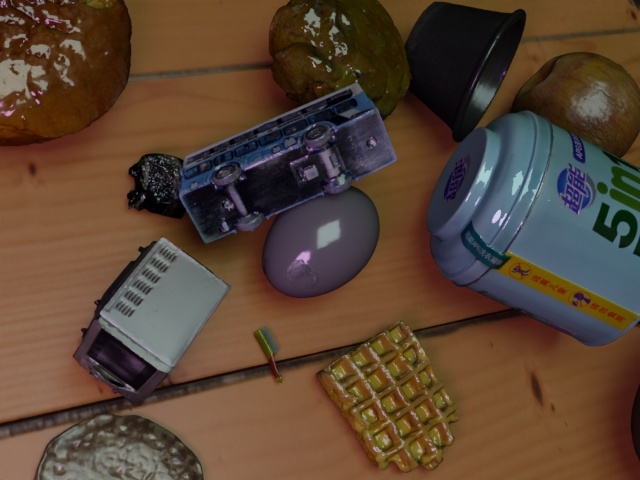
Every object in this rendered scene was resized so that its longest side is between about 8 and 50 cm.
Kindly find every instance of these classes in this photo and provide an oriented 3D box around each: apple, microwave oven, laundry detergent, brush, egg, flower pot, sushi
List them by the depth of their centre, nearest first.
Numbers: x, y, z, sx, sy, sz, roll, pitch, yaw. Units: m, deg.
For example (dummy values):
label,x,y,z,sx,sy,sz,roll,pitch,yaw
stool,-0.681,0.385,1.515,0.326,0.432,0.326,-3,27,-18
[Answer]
label,x,y,z,sx,sy,sz,roll,pitch,yaw
microwave oven,-0.227,0.105,1.279,0.129,0.205,0.163,36,61,-6
brush,-0.069,0.165,1.420,0.021,0.019,0.083,-18,76,-35
sushi,-0.236,-0.083,1.429,0.084,0.056,0.083,7,69,-19
egg,0.000,0.000,1.436,0.198,0.146,0.146,-39,87,-19
laundry detergent,0.335,-0.027,1.495,0.305,0.287,0.287,25,64,-11
flower pot,0.220,-0.298,1.612,0.148,0.235,0.235,30,61,14
apple,0.426,-0.209,1.639,0.188,0.211,0.211,40,62,-11

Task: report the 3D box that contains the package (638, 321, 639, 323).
label,x,y,z,sx,sy,sz,roll,pitch,yaw
package,0.529,0.104,1.667,0.200,0.022,0.083,13,66,-15

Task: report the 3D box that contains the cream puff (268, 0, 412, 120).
label,x,y,z,sx,sy,sz,roll,pitch,yaw
cream puff,0.028,-0.280,1.524,0.244,0.196,0.244,7,70,-20

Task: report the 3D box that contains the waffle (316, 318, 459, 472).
label,x,y,z,sx,sy,sz,roll,pitch,yaw
waffle,0.111,0.243,1.439,0.160,0.055,0.211,-28,83,-28

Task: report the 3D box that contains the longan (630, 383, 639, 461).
label,x,y,z,sx,sy,sz,roll,pitch,yaw
longan,0.647,0.253,1.499,0.360,0.361,0.361,7,68,-18

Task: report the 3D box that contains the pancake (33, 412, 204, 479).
label,x,y,z,sx,sy,sz,roll,pitch,yaw
pancake,-0.257,0.333,1.281,0.235,0.029,0.212,46,61,0

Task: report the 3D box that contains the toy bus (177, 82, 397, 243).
label,x,y,z,sx,sy,sz,roll,pitch,yaw
toy bus,-0.051,-0.112,1.396,0.297,0.131,0.106,-22,123,4

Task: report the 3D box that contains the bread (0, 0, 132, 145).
label,x,y,z,sx,sy,sz,roll,pitch,yaw
bread,-0.414,-0.277,1.375,0.312,0.172,0.312,6,73,-20
